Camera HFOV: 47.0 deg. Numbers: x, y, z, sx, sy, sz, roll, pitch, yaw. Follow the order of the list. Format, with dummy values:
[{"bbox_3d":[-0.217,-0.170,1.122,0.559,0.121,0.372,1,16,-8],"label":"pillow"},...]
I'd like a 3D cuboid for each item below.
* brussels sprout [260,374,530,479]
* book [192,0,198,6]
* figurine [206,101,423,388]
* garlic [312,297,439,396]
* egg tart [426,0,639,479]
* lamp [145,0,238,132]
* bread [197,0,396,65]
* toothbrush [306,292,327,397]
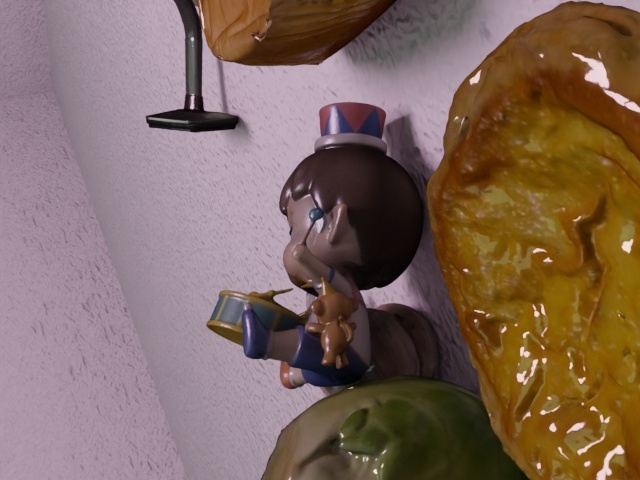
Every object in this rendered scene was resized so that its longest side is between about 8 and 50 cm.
[{"bbox_3d":[0.068,0.225,0.636,0.244,0.244,0.244,44,142,50],"label":"brussels sprout"},{"bbox_3d":[-0.195,-0.497,1.089,0.215,0.025,0.282,44,140,48],"label":"book"},{"bbox_3d":[0.009,0.003,0.702,0.158,0.275,0.161,18,159,18],"label":"figurine"},{"bbox_3d":[0.049,0.110,0.791,0.127,0.131,0.194,73,172,-45],"label":"garlic"},{"bbox_3d":[0.184,0.031,0.418,0.341,0.129,0.341,47,145,48],"label":"egg tart"},{"bbox_3d":[-0.164,-0.278,1.057,0.203,0.124,0.283,13,124,27],"label":"lamp"},{"bbox_3d":[-0.009,-0.263,0.655,0.288,0.156,0.204,167,97,-69],"label":"bread"},{"bbox_3d":[0.010,0.195,1.033,0.027,0.021,0.269,5,107,60],"label":"toothbrush"}]
